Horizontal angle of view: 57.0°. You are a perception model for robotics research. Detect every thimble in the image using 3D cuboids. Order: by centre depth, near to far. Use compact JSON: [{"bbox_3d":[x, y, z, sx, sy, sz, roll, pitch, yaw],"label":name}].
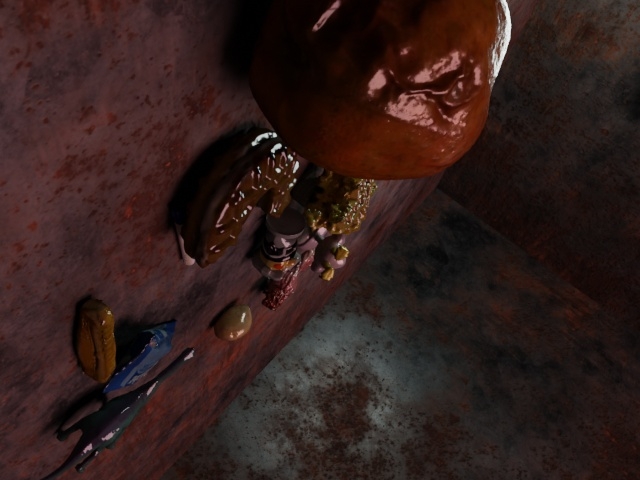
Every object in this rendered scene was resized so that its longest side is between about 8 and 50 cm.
[{"bbox_3d":[-0.033,-0.153,1.796,0.110,0.062,0.084,-46,164,-25],"label":"thimble"}]

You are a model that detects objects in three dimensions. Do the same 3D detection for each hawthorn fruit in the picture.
[{"bbox_3d":[0.105,-0.319,1.057,0.472,0.472,0.472,-48,166,-16],"label":"hawthorn fruit"}]

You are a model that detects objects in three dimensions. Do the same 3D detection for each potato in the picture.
[{"bbox_3d":[-0.295,0.280,1.991,0.147,0.112,0.112,-36,160,-40],"label":"potato"}]

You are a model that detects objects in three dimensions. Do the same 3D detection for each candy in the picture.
[{"bbox_3d":[-0.450,0.291,1.517,0.187,0.077,0.331,-51,178,-2],"label":"candy"}]

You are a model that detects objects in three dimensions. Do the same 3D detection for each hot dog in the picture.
[{"bbox_3d":[-0.480,0.219,1.272,0.289,0.083,0.068,115,0,-46],"label":"hot dog"}]

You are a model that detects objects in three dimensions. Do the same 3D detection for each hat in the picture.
[{"bbox_3d":[-0.135,0.150,2.158,0.236,0.107,0.286,-50,-176,42],"label":"hat"}]

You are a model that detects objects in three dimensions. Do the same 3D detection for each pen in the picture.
[{"bbox_3d":[-0.307,-0.011,1.326,0.033,0.033,0.269,-45,165,-25],"label":"pen"}]

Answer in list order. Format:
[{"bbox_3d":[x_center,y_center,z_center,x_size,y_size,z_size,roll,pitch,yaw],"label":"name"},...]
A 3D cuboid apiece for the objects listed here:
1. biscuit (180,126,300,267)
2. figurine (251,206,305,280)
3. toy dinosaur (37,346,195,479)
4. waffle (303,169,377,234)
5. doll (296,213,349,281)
[{"bbox_3d":[-0.161,-0.115,1.310,0.366,0.115,0.268,-47,163,-50],"label":"biscuit"},{"bbox_3d":[-0.121,0.011,1.800,0.176,0.133,0.236,-43,160,-42],"label":"figurine"},{"bbox_3d":[-0.501,0.428,1.490,0.331,0.129,0.383,-41,180,21],"label":"toy dinosaur"},{"bbox_3d":[0.066,-0.183,1.712,0.261,0.151,0.324,-30,136,-61],"label":"waffle"},{"bbox_3d":[0.001,0.000,1.866,0.160,0.094,0.365,-56,-149,13],"label":"doll"}]
